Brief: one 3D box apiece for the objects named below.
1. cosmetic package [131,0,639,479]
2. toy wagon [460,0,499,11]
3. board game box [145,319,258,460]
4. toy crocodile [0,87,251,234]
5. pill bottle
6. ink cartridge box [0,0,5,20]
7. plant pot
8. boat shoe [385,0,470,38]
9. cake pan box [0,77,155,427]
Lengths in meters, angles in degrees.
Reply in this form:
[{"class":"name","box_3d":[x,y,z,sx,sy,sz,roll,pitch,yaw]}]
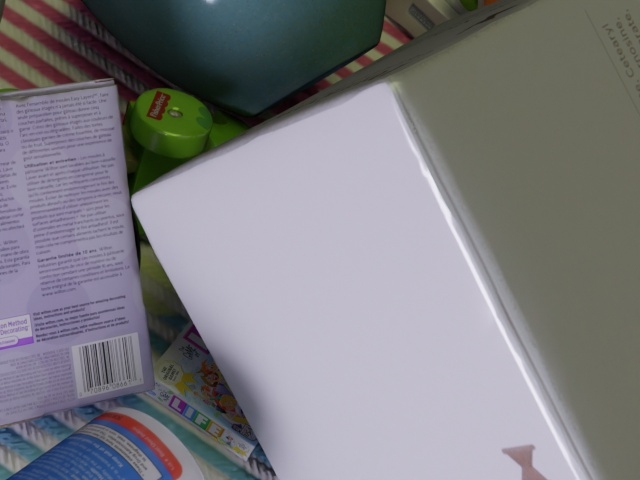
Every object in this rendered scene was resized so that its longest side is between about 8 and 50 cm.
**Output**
[{"class":"cosmetic package","box_3d":[0.149,-0.006,1.252,0.394,0.329,0.327,-32,98,-38]},{"class":"toy wagon","box_3d":[0.245,-0.220,1.506,0.068,0.267,0.344,0,94,-55]},{"class":"board game box","box_3d":[-0.063,0.094,1.348,0.103,0.026,0.154,33,50,4]},{"class":"toy crocodile","box_3d":[-0.204,-0.075,1.360,0.341,0.115,0.105,-2,43,-26]},{"class":"pill bottle","box_3d":[-0.190,0.220,1.138,0.124,0.124,0.221,46,51,14]},{"class":"ink cartridge box","box_3d":[-0.372,-0.173,1.350,0.128,0.127,0.176,45,51,12]},{"class":"plant pot","box_3d":[-0.052,-0.225,1.452,0.290,0.290,0.195,-33,94,-37]},{"class":"boat shoe","box_3d":[0.107,-0.249,1.653,0.184,0.066,0.063,44,41,13]},{"class":"cake pan box","box_3d":[-0.256,0.015,1.215,0.267,0.070,0.245,-12,102,-28]}]
